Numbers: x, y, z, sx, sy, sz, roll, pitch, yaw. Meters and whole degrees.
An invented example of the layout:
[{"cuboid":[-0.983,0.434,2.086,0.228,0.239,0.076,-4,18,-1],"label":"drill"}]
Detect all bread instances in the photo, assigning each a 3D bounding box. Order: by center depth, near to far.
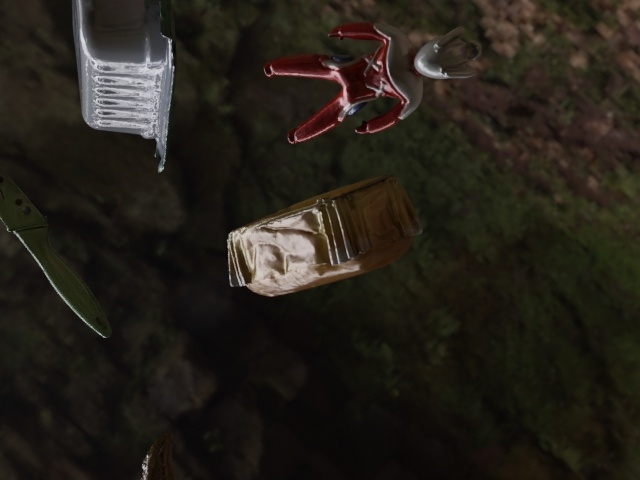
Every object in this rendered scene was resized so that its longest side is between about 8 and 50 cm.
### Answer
[{"cuboid":[0.000,0.000,1.584,0.136,0.241,0.107,-20,-88,-41],"label":"bread"}]

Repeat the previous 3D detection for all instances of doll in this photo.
[{"cuboid":[0.090,-0.275,2.170,0.099,0.383,0.188,-36,-68,-55],"label":"doll"}]

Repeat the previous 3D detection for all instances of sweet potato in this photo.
[{"cuboid":[-0.235,0.403,1.815,0.067,0.067,0.274,19,-109,-41],"label":"sweet potato"}]

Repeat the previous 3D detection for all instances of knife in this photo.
[{"cuboid":[-0.314,-0.006,1.440,0.293,0.043,0.020,54,178,-21],"label":"knife"}]

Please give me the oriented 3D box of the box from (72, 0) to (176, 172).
[{"cuboid":[-0.242,-0.254,1.564,0.106,0.337,0.264,-5,-109,-12],"label":"box"}]
